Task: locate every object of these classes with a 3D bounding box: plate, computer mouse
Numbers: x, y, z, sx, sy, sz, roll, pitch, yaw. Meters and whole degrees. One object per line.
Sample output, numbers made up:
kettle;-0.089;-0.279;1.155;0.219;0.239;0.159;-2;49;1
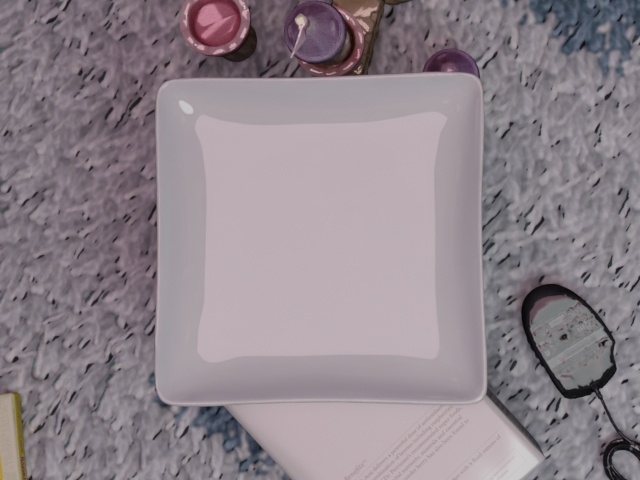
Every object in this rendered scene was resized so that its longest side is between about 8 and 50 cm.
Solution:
plate;0.000;0.000;1.366;0.278;0.045;0.277;-1;85;4
computer mouse;0.262;0.147;1.511;0.071;0.041;0.242;-29;91;4

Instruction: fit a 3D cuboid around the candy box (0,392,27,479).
candy box;-0.391;0.212;1.589;0.206;0.027;0.105;-7;84;7

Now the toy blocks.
toy blocks;0.048;-0.276;1.436;0.309;0.260;0.289;15;89;7

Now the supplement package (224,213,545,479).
supplement package;0.038;0.142;1.463;0.177;0.175;0.293;-43;83;2
